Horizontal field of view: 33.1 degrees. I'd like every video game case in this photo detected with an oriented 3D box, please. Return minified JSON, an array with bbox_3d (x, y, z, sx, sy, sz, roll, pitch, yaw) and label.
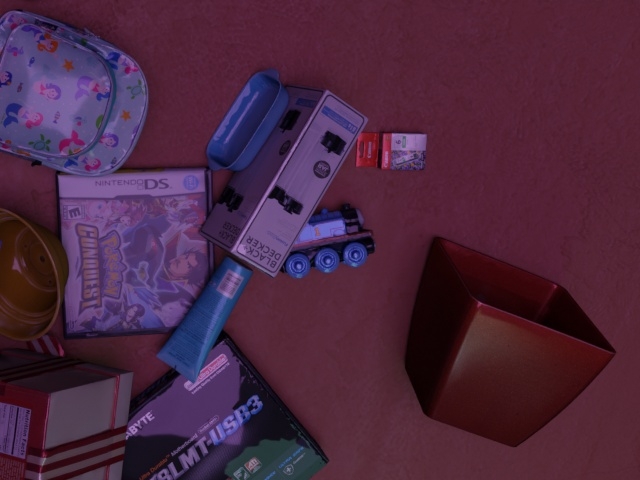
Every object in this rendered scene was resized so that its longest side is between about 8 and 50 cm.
[{"bbox_3d":[-0.297,0.019,1.753,0.248,0.035,0.274,-3,101,-12],"label":"video game case"}]

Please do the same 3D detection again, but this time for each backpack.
[{"bbox_3d":[-0.386,-0.213,1.619,0.254,0.191,0.225,20,95,-20],"label":"backpack"}]

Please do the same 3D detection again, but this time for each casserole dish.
[{"bbox_3d":[-0.112,-0.186,1.721,0.037,0.114,0.188,30,93,-36],"label":"casserole dish"}]

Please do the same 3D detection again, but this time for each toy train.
[{"bbox_3d":[0.000,0.000,1.794,0.184,0.080,0.105,-11,97,-10],"label":"toy train"}]

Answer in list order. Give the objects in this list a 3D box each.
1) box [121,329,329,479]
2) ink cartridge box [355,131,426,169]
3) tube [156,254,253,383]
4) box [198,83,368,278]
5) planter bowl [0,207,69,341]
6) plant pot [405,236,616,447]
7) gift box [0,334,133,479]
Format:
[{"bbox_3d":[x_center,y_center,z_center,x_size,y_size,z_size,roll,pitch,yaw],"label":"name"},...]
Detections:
[{"bbox_3d":[-0.187,0.353,1.823,0.295,0.073,0.293,-38,106,-4],"label":"box"},{"bbox_3d":[0.119,-0.151,1.816,0.115,0.029,0.062,0,101,-13],"label":"ink cartridge box"},{"bbox_3d":[-0.184,0.124,1.753,0.080,0.052,0.207,33,92,20],"label":"tube"},{"bbox_3d":[-0.062,-0.098,1.696,0.087,0.169,0.290,31,88,-27],"label":"box"},{"bbox_3d":[-0.457,0.040,1.671,0.217,0.090,0.217,11,112,28],"label":"planter bowl"},{"bbox_3d":[0.284,0.184,1.811,0.267,0.267,0.235,21,108,-15],"label":"plant pot"},{"bbox_3d":[-0.454,0.286,1.644,0.276,0.258,0.255,14,95,21],"label":"gift box"}]
